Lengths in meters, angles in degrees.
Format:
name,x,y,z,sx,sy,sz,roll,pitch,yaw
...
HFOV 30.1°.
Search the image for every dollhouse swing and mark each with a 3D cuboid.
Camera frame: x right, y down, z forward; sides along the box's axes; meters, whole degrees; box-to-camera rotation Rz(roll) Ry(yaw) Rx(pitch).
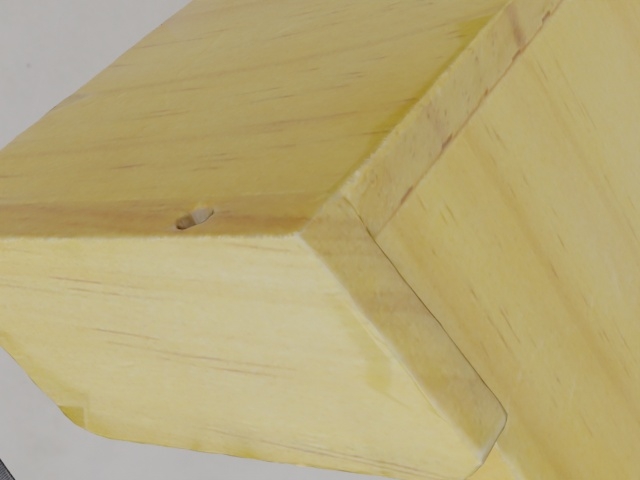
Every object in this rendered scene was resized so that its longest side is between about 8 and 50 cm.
name,x,y,z,sx,sy,sz,roll,pitch,yaw
dollhouse swing,0.062,0.023,0.628,0.315,0.347,0.305,-1,125,36

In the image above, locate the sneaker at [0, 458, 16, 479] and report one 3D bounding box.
name,x,y,z,sx,sy,sz,roll,pitch,yaw
sneaker,-0.167,0.216,0.749,0.153,0.101,0.268,-27,86,34
